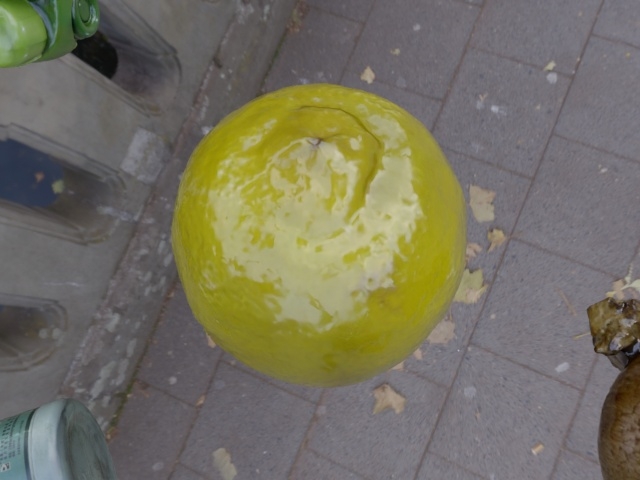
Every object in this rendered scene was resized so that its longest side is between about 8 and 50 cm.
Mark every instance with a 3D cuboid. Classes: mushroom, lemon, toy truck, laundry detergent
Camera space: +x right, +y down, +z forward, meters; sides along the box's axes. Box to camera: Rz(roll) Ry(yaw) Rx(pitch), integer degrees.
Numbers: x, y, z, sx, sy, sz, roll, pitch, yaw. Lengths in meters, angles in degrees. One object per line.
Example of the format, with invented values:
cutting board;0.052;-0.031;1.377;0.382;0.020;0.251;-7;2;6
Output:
mushroom;0.391;0.157;0.587;0.278;0.163;0.297;44;73;-6
lemon;0.000;0.000;0.683;0.347;0.348;0.348;-2;80;12
toy truck;-0.326;-0.252;0.603;0.148;0.187;0.211;4;49;8
laundry detergent;-0.245;0.180;0.380;0.225;0.070;0.099;-20;92;1
